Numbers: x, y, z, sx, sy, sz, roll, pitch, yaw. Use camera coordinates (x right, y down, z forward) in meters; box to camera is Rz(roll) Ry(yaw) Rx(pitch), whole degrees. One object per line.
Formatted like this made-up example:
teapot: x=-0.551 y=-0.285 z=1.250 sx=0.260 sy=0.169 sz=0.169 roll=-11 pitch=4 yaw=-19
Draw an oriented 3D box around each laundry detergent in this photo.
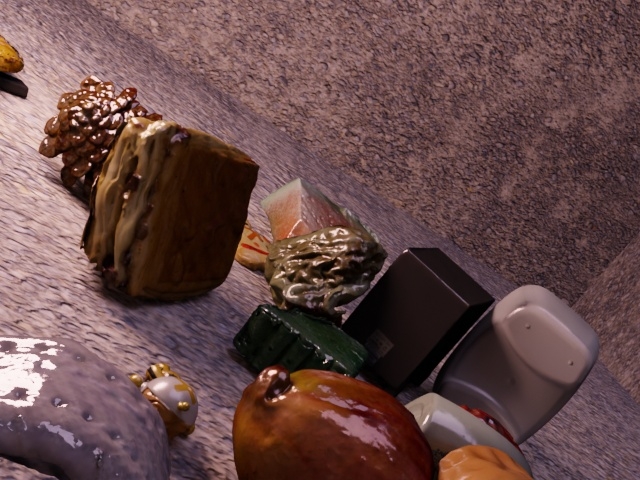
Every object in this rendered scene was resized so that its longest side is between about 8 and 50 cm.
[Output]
laundry detergent: x=0.202 y=0.356 z=1.140 sx=0.281 sy=0.215 sz=0.105 roll=39 pitch=36 yaw=-10

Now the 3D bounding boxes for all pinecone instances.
pinecone: x=-0.370 y=-0.168 z=1.425 sx=0.201 sy=0.202 sz=0.228 roll=17 pitch=40 yaw=-53

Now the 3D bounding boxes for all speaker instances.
speaker: x=0.187 y=0.157 z=1.615 sx=0.184 sy=0.254 sz=0.232 roll=43 pitch=16 yaw=18

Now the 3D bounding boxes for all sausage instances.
sausage: x=0.200 y=0.312 z=0.929 sx=0.136 sy=0.120 sz=0.241 roll=57 pitch=1 yaw=6

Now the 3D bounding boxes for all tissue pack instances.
tissue pack: x=0.396 y=0.258 z=1.632 sx=0.229 sy=0.333 sz=0.236 roll=42 pitch=18 yaw=9

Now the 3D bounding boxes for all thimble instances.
thimble: x=-0.240 y=0.192 z=0.620 sx=0.246 sy=0.217 sz=0.157 roll=18 pitch=15 yaw=-11

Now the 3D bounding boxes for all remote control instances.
remote control: x=-0.680 y=-0.336 z=1.547 sx=0.063 sy=0.025 sz=0.245 roll=42 pitch=14 yaw=35

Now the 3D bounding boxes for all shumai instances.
shumai: x=0.004 y=0.093 z=1.549 sx=0.189 sy=0.256 sz=0.218 roll=46 pitch=42 yaw=-35

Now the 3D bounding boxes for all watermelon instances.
watermelon: x=0.009 y=-0.013 z=1.872 sx=0.264 sy=0.151 sz=0.302 roll=39 pitch=12 yaw=-23

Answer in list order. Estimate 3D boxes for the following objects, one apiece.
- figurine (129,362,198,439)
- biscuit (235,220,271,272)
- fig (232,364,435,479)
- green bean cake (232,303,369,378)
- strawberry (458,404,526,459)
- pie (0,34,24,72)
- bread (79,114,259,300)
figurine: x=-0.189 y=0.198 z=1.004 sx=0.101 sy=0.068 sz=0.143 roll=46 pitch=-1 yaw=5
biscuit: x=-0.161 y=-0.002 z=1.733 sx=0.153 sy=0.030 sz=0.234 roll=28 pitch=18 yaw=-38
fig: x=0.010 y=0.266 z=0.980 sx=0.263 sy=0.223 sz=0.224 roll=23 pitch=17 yaw=-6
green bean cake: x=-0.028 y=0.182 z=1.334 sx=0.193 sy=0.107 sz=0.208 roll=36 pitch=14 yaw=7
strawberry: x=0.256 y=0.375 z=1.331 sx=0.253 sy=0.150 sz=0.280 roll=39 pitch=13 yaw=7
pie: x=-0.703 y=-0.409 z=1.579 sx=0.273 sy=0.069 sz=0.273 roll=38 pitch=8 yaw=-6
bread: x=-0.251 y=-0.052 z=1.291 sx=0.167 sy=0.277 sz=0.325 roll=18 pitch=6 yaw=23
